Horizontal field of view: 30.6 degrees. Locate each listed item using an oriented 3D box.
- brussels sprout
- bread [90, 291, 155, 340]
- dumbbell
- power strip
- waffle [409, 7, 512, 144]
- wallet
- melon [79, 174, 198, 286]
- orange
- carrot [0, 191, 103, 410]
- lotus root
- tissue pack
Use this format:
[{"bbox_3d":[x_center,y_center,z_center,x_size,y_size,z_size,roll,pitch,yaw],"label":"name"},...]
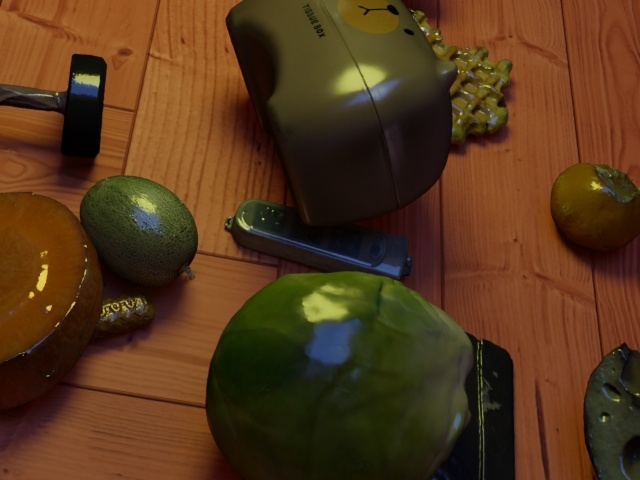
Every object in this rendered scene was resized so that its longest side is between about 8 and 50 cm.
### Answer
[{"bbox_3d":[0.018,0.186,1.464,0.344,0.268,0.344,9,70,-24],"label":"brussels sprout"},{"bbox_3d":[-0.297,0.105,1.563,0.157,0.044,0.052,-13,58,-25],"label":"bread"},{"bbox_3d":[-0.424,-0.205,1.697,0.218,0.152,0.152,6,52,-12],"label":"dumbbell"},{"bbox_3d":[-0.001,0.002,1.731,0.286,0.048,0.080,16,50,-2],"label":"power strip"},{"bbox_3d":[0.181,-0.281,1.994,0.300,0.058,0.282,13,53,-7],"label":"waffle"},{"bbox_3d":[0.191,0.258,1.574,0.170,0.044,0.321,19,51,-15],"label":"wallet"},{"bbox_3d":[-0.244,-0.010,1.609,0.192,0.139,0.139,39,53,10],"label":"melon"},{"bbox_3d":[0.444,-0.058,1.853,0.156,0.134,0.156,8,64,-16],"label":"orange"},{"bbox_3d":[-0.411,0.063,1.495,0.258,0.100,0.307,11,56,6],"label":"carrot"},{"bbox_3d":[0.462,0.306,1.584,0.210,0.142,0.314,27,32,-46],"label":"lotus root"},{"bbox_3d":[0.038,-0.224,1.731,0.277,0.267,0.387,-18,45,-5],"label":"tissue pack"}]
